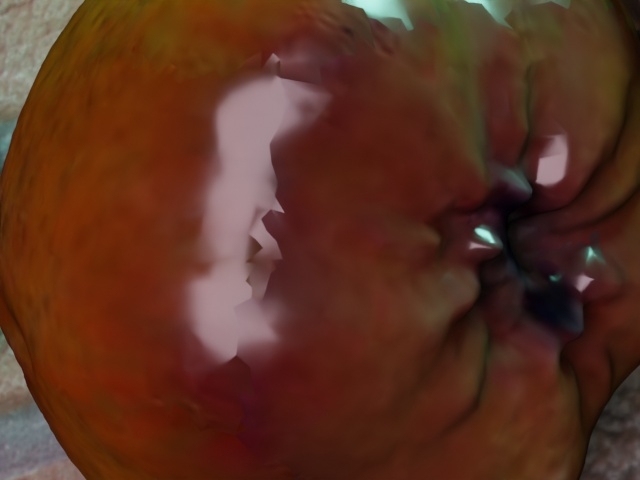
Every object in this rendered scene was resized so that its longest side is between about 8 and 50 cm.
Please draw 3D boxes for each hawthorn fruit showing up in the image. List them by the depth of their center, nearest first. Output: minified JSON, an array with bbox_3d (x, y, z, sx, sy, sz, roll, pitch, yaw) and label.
[{"bbox_3d":[0.000,0.000,1.016,0.471,0.471,0.472,-2,86,26],"label":"hawthorn fruit"}]

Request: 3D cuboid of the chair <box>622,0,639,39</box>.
[{"bbox_3d":[0.250,-0.277,0.984,0.240,0.203,0.416,-29,73,0],"label":"chair"}]
